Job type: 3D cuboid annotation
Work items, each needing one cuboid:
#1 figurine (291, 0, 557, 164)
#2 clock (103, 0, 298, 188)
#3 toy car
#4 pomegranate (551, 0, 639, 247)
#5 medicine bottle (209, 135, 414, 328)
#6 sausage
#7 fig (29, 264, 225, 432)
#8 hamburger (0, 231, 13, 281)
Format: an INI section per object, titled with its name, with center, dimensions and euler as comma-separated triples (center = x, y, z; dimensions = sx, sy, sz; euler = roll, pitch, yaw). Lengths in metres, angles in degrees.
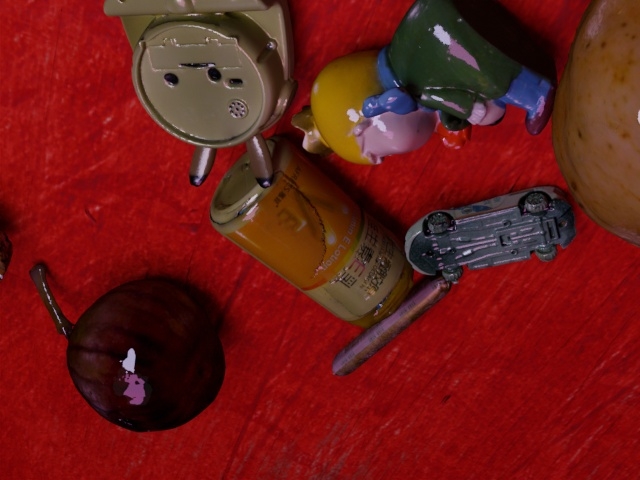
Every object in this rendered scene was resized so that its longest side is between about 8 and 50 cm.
[figurine]
center = 0.098, -0.131, 1.151
dimensions = 0.185, 0.127, 0.234
euler = 28, 128, -27
[clock]
center = -0.105, -0.157, 1.173
dimensions = 0.170, 0.069, 0.232
euler = 0, 126, 18
[toy car]
center = 0.181, -0.013, 1.296
dimensions = 0.186, 0.058, 0.093
euler = -13, 133, 11
[pomegranate]
center = 0.348, -0.118, 0.945
dimensions = 0.332, 0.332, 0.332
euler = 8, 139, 7
[medicine bottle]
center = 0.000, 0.000, 1.313
dimensions = 0.239, 0.124, 0.124
euler = 37, 134, -26
[sausage]
center = 0.084, 0.106, 1.476
dimensions = 0.033, 0.033, 0.269
euler = 28, 137, -16
[fig]
center = -0.252, 0.145, 1.509
dimensions = 0.249, 0.186, 0.204
euler = 3, 157, 24
[hamburger]
center = -0.470, 0.052, 1.424
dimensions = 0.231, 0.231, 0.107
euler = -17, 132, 31
